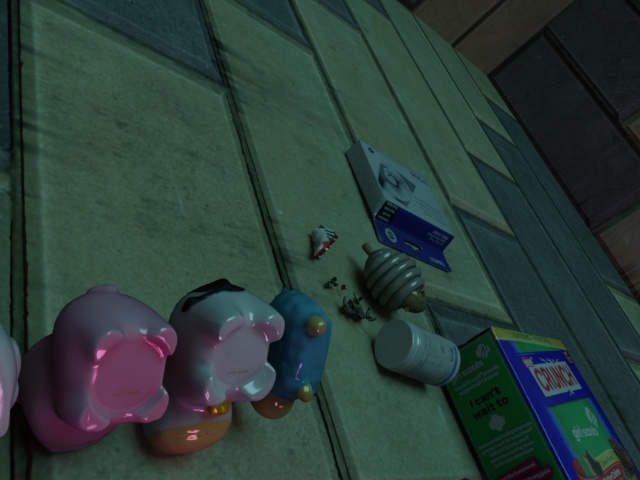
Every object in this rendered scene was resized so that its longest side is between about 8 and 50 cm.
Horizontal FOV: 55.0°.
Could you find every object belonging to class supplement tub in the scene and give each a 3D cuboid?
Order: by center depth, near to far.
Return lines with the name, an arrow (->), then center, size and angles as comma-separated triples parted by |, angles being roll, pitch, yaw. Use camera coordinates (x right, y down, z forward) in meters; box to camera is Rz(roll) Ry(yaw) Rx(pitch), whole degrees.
supplement tub -> 0.133, 0.153, 0.835 | 0.107, 0.071, 0.071 | 27, 36, -35

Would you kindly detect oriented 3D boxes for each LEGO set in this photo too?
LEGO set -> 0.038, 0.086, 0.839 | 0.083, 0.023, 0.054 | 48, 23, 25

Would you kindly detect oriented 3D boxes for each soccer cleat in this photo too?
soccer cleat -> 0.000, 0.000, 0.877 | 0.036, 0.029, 0.083 | 40, 25, 0

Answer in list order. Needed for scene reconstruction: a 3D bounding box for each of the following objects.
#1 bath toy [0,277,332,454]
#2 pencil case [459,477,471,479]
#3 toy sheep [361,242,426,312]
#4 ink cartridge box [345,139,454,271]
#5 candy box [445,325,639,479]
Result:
bath toy -> -0.153, 0.091, 0.448 | 0.129, 0.151, 0.348 | 22, 9, 42
pencil case -> 0.209, 0.347, 0.617 | 0.236, 0.104, 0.104 | 35, 24, 17
toy sheep -> 0.105, 0.055, 0.905 | 0.132, 0.091, 0.091 | 44, 25, 19
ink cartridge box -> 0.162, -0.065, 1.165 | 0.223, 0.045, 0.223 | 22, 39, -42
candy box -> 0.338, 0.298, 0.901 | 0.268, 0.122, 0.317 | 15, 43, -47
